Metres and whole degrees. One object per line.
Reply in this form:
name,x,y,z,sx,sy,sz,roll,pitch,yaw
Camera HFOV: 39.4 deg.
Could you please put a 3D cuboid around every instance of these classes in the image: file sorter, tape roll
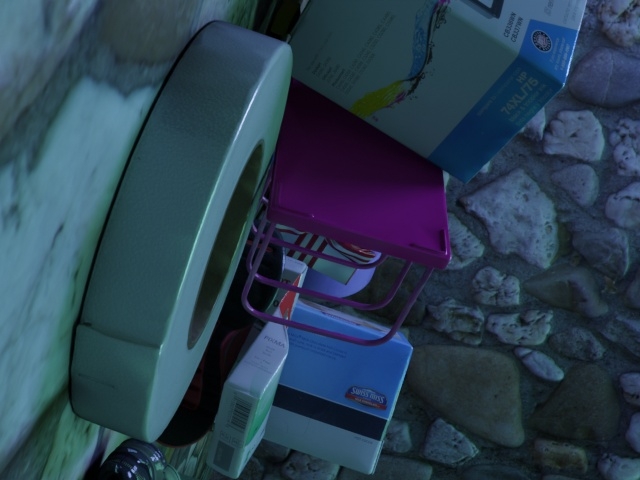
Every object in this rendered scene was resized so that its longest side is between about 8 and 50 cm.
file sorter,0.021,-0.042,1.093,0.291,0.202,0.182,-86,-164,-48
tape roll,-0.119,-0.008,0.832,0.392,0.072,0.392,-161,-90,-90
tape roll,0.000,0.000,1.997,0.275,0.274,0.090,-70,178,-49

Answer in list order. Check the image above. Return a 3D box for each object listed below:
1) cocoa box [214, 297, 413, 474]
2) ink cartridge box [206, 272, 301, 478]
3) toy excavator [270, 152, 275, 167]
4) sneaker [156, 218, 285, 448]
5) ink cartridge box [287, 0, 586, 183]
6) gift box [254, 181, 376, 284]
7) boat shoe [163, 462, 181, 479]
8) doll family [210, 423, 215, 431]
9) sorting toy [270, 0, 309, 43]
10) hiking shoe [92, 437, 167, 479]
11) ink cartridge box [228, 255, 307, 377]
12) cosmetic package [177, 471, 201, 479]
cocoa box,-0.042,0.220,1.546,0.231,0.347,0.228,44,65,-90
ink cartridge box,-0.068,0.178,1.186,0.225,0.056,0.181,-52,164,-46
toy excavator,0.065,-0.292,1.472,0.222,0.432,0.445,136,-69,-80
sneaker,-0.151,0.113,1.186,0.314,0.116,0.136,-64,-171,-8
ink cartridge box,0.127,-0.246,1.021,0.197,0.270,0.198,-50,-167,52
gift box,0.016,-0.103,1.742,0.258,0.255,0.276,-73,-173,-50
boat shoe,-0.247,0.397,1.104,0.268,0.096,0.088,-62,180,-25
doll family,-0.200,0.271,1.743,0.193,0.076,0.111,-66,159,-12
sorting toy,-0.052,-0.249,1.160,0.307,0.041,0.229,64,49,-88
hiking shoe,-0.236,0.323,0.934,0.114,0.086,0.227,4,99,-75
ink cartridge box,-0.115,0.108,1.350,0.082,0.139,0.191,-55,164,-79
cosmetic package,-0.259,0.527,1.448,0.224,0.138,0.225,-66,177,-81
